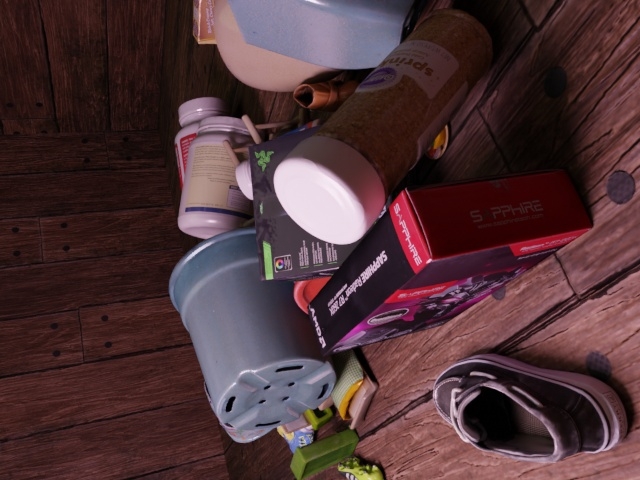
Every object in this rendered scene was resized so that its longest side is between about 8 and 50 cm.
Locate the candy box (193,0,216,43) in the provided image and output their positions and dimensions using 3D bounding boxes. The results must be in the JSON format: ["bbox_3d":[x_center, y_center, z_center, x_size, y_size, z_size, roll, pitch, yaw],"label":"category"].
[{"bbox_3d":[-0.253,-0.710,1.580,0.087,0.183,0.316,-120,32,-46],"label":"candy box"}]

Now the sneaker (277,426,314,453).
[{"bbox_3d":[-0.037,0.537,1.579,0.126,0.091,0.240,59,153,8],"label":"sneaker"}]

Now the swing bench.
[{"bbox_3d":[-0.126,-0.174,1.467,0.253,0.165,0.254,-13,89,67],"label":"swing bench"}]

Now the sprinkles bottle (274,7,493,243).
[{"bbox_3d":[0.090,-0.153,0.707,0.121,0.355,0.121,27,147,19],"label":"sprinkles bottle"}]

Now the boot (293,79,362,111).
[{"bbox_3d":[0.019,-0.272,1.088,0.197,0.153,0.072,-173,77,-67],"label":"boot"}]

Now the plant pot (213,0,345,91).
[{"bbox_3d":[-0.026,-0.401,1.058,0.191,0.284,0.283,29,126,37],"label":"plant pot"}]

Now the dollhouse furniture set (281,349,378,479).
[{"bbox_3d":[-0.007,0.368,1.308,0.197,0.152,0.301,54,145,37],"label":"dollhouse furniture set"}]

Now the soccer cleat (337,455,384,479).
[{"bbox_3d":[0.090,0.532,1.281,0.072,0.060,0.179,68,156,2],"label":"soccer cleat"}]

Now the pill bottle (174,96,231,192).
[{"bbox_3d":[-0.362,-0.255,1.915,0.229,0.229,0.407,150,112,-66],"label":"pill bottle"}]

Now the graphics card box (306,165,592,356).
[{"bbox_3d":[0.144,0.044,0.773,0.371,0.233,0.094,-53,51,58],"label":"graphics card box"}]

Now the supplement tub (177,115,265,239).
[{"bbox_3d":[-0.279,-0.173,1.674,0.235,0.236,0.324,157,121,-67],"label":"supplement tub"}]

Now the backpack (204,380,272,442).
[{"bbox_3d":[-0.235,0.523,1.852,0.253,0.225,0.191,44,158,50],"label":"backpack"}]

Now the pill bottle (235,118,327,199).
[{"bbox_3d":[-0.069,-0.166,1.232,0.222,0.124,0.124,-19,74,24],"label":"pill bottle"}]

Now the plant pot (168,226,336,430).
[{"bbox_3d":[-0.136,0.203,1.251,0.334,0.342,0.341,-115,28,-42],"label":"plant pot"}]

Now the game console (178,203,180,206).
[{"bbox_3d":[-0.470,-0.280,2.245,0.293,0.174,0.249,167,95,-67],"label":"game console"}]

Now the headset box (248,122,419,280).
[{"bbox_3d":[0.019,-0.064,0.980,0.283,0.131,0.246,-10,81,30],"label":"headset box"}]

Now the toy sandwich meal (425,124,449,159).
[{"bbox_3d":[0.173,-0.170,0.908,0.086,0.029,0.085,173,90,-68],"label":"toy sandwich meal"}]

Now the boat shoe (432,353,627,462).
[{"bbox_3d":[0.230,0.218,0.763,0.335,0.119,0.120,149,112,-66],"label":"boat shoe"}]

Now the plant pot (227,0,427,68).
[{"bbox_3d":[0.035,-0.390,0.819,0.248,0.253,0.247,57,-122,-84],"label":"plant pot"}]

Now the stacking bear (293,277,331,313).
[{"bbox_3d":[0.000,0.000,1.216,0.175,0.164,0.288,-49,37,31],"label":"stacking bear"}]
